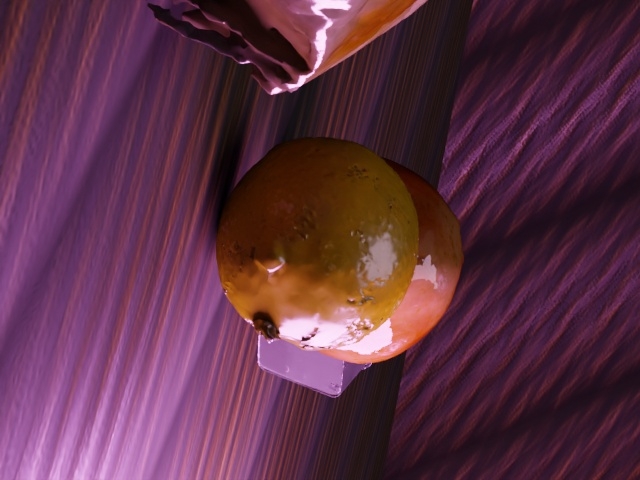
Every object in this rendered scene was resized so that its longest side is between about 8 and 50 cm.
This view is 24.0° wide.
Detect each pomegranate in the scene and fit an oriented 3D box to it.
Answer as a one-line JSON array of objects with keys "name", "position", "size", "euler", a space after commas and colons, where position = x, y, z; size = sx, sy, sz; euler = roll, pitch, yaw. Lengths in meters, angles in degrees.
[{"name": "pomegranate", "position": [0.038, 0.015, 1.472], "size": [0.209, 0.209, 0.209], "euler": [12, 90, -81]}]

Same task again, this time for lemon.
[{"name": "lemon", "position": [0.000, 0.000, 1.281], "size": [0.206, 0.173, 0.173], "euler": [-59, 160, -53]}]

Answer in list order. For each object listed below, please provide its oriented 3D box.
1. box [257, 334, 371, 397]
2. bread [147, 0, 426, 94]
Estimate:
[{"name": "box", "position": [-0.008, 0.107, 1.582], "size": [0.069, 0.122, 0.084], "euler": [-53, 154, -43]}, {"name": "bread", "position": [0.037, -0.262, 0.917], "size": [0.236, 0.183, 0.388], "euler": [-38, 174, -42]}]
